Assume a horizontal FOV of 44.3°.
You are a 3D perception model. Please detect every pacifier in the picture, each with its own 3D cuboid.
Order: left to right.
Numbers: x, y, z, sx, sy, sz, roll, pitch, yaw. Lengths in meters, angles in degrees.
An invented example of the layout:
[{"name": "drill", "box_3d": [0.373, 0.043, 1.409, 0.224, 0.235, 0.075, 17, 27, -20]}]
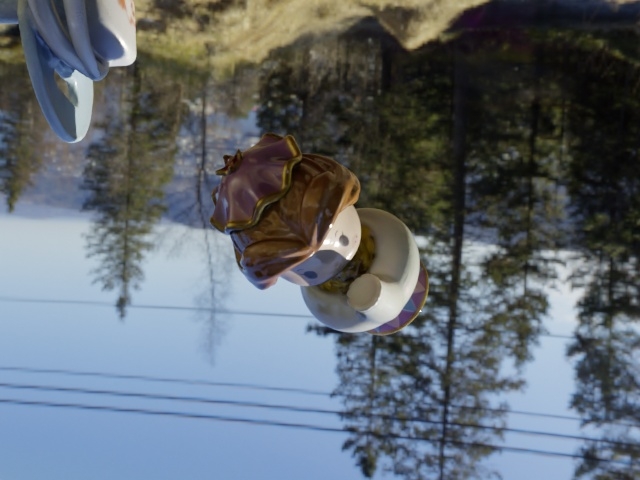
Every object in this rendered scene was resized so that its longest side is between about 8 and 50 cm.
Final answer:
[{"name": "pacifier", "box_3d": [-0.300, -0.242, 0.748, 0.233, 0.299, 0.244, -5, 172, 2]}]

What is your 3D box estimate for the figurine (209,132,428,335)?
[{"name": "figurine", "box_3d": [0.000, 0.000, 0.778, 0.263, 0.142, 0.189, 37, -174, -43]}]
